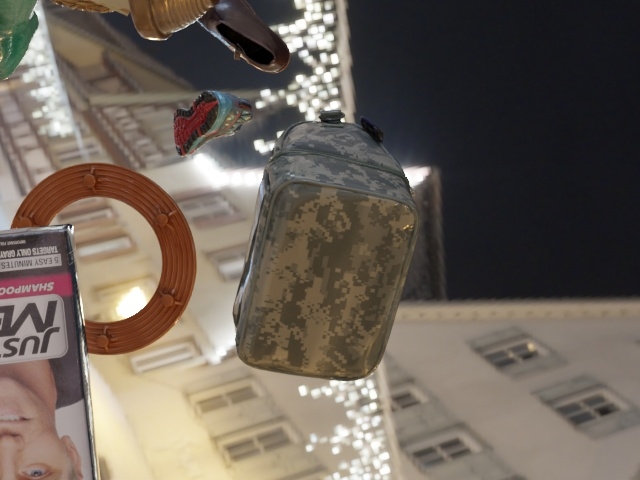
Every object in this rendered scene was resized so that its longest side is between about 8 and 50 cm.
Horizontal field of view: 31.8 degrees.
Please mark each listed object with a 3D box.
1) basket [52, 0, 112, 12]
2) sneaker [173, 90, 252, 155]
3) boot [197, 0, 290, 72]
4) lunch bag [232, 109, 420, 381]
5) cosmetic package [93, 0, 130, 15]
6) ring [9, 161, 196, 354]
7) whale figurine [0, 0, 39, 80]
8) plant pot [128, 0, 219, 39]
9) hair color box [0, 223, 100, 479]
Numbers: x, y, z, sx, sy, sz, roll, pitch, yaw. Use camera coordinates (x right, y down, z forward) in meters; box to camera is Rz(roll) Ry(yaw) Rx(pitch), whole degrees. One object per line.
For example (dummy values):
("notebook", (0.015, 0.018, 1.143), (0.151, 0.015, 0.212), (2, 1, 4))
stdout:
("basket", (-0.487, -0.599, 2.179), (0.299, 0.213, 0.223), (25, -25, 23))
("sneaker", (-0.227, -0.241, 2.383), (0.262, 0.125, 0.104), (-16, -103, 60))
("boot", (-0.162, -0.394, 2.028), (0.248, 0.090, 0.207), (36, 10, 1))
("lunch bag", (0.000, 0.000, 1.528), (0.256, 0.212, 0.305), (-105, -155, -63))
("cosmetic package", (-0.384, -0.440, 1.981), (0.060, 0.115, 0.041), (37, -78, 28))
("ring", (-0.377, 0.035, 1.916), (0.032, 0.336, 0.337), (-45, 123, -78))
("whale figurine", (-0.307, -0.286, 1.097), (0.272, 0.141, 0.216), (87, 8, -45))
("plant pot", (-0.211, -0.426, 1.728), (0.237, 0.109, 0.237), (6, 90, -82))
("hair color box", (-0.324, 0.164, 1.152), (0.105, 0.173, 0.347), (-158, -118, -80))
